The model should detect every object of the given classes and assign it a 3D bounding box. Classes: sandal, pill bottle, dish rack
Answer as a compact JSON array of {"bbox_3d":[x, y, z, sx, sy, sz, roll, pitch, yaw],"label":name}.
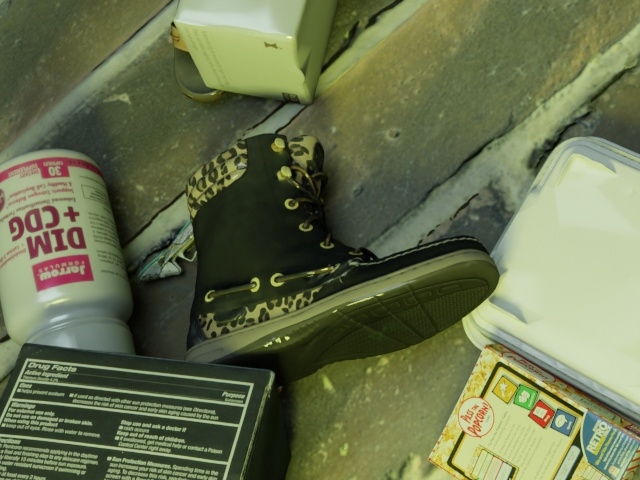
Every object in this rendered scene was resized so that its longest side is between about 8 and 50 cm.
[{"bbox_3d":[-0.163,-0.288,1.597,0.089,0.060,0.219,-7,70,20],"label":"sandal"},{"bbox_3d":[-0.326,0.042,1.497,0.160,0.160,0.283,-24,65,13],"label":"pill bottle"},{"bbox_3d":[0.333,0.046,1.275,0.332,0.072,0.286,29,86,29],"label":"dish rack"}]

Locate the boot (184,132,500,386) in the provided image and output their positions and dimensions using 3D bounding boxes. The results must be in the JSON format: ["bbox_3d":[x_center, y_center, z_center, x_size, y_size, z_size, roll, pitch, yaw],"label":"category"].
[{"bbox_3d":[0.000,0.000,1.369,0.377,0.138,0.284,-24,55,21],"label":"boot"}]

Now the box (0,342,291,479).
[{"bbox_3d":[-0.208,0.286,1.249,0.296,0.183,0.294,5,49,12],"label":"box"}]

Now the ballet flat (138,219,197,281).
[{"bbox_3d":[-0.183,0.020,1.515,0.114,0.041,0.041,-46,62,3],"label":"ballet flat"}]

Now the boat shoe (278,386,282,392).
[{"bbox_3d":[-0.113,0.181,1.429,0.137,0.049,0.043,-1,30,25],"label":"boat shoe"}]

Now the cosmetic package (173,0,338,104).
[{"bbox_3d":[-0.046,-0.387,1.483,0.156,0.217,0.385,13,75,9],"label":"cosmetic package"}]

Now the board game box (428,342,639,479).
[{"bbox_3d":[0.228,0.218,1.249,0.193,0.045,0.147,32,104,28],"label":"board game box"}]
